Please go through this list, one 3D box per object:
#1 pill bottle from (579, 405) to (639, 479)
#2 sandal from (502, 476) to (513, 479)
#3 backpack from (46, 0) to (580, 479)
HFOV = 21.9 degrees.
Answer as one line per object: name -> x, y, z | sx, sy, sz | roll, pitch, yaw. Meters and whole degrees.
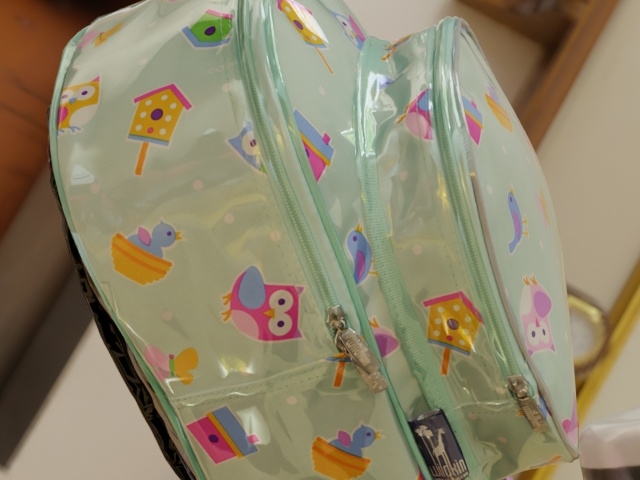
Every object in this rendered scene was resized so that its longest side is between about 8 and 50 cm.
pill bottle -> 0.310, 0.281, 1.204 | 0.188, 0.187, 0.334 | 11, 67, -83
sandal -> 0.092, 0.196, 1.029 | 0.169, 0.102, 0.416 | 69, 15, -45
backpack -> 0.000, 0.000, 0.530 | 0.144, 0.188, 0.166 | -25, -155, 19
